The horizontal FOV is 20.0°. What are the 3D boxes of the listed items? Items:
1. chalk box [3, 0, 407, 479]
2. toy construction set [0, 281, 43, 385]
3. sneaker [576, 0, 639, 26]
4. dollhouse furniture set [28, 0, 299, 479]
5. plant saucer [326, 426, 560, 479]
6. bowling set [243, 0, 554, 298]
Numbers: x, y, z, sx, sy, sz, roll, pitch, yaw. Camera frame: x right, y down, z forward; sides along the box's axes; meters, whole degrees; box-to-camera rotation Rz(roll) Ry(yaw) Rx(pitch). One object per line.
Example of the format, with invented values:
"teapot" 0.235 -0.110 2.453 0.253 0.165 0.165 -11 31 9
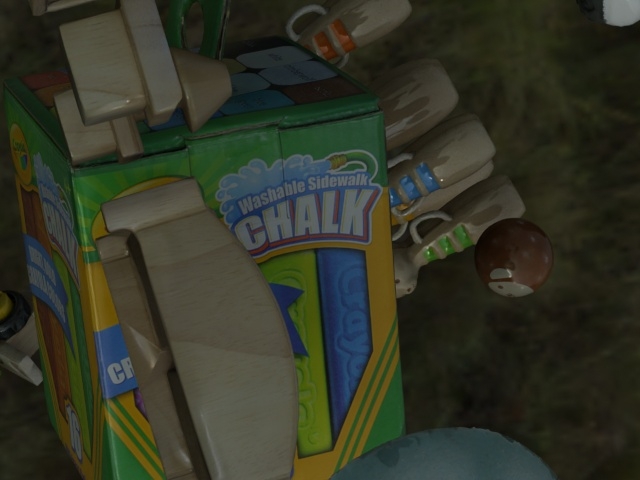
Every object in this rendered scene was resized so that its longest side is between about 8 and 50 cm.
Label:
"chalk box" -0.070 -0.011 1.030 0.179 0.180 0.289 -12 111 -17
"toy construction set" -0.247 0.124 1.998 0.237 0.309 0.257 -47 159 -27
"sneaker" 0.148 -0.175 0.728 0.080 0.081 0.211 78 27 -60
"dollhouse furniture set" 0.000 0.000 0.758 0.173 0.303 0.356 -17 90 -8
"plant saucer" 0.054 0.183 0.826 0.195 0.037 0.195 -8 107 -28
"bowling set" 0.051 -0.027 1.247 0.200 0.154 0.287 62 5 36
